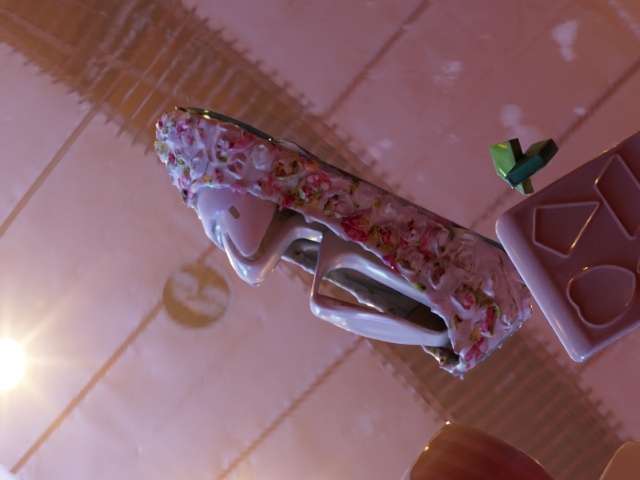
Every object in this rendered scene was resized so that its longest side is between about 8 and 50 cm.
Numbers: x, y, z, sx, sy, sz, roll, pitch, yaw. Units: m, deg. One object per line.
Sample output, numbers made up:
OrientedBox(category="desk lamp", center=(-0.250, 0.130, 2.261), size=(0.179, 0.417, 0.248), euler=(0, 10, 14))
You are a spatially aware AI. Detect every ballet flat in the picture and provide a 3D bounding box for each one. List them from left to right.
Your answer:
OrientedBox(category="ballet flat", center=(0.000, 0.000, 0.837), size=(0.241, 0.091, 0.077), euler=(24, -117, 16))

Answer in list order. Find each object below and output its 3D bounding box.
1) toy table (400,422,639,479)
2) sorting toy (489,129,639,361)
OrientedBox(category="toy table", center=(0.096, 0.167, 0.381), size=(0.161, 0.274, 0.252), euler=(18, -57, 28))
OrientedBox(category="sorting toy", center=(0.086, -0.009, 0.472), size=(0.062, 0.012, 0.083), euler=(-34, -124, 10))
